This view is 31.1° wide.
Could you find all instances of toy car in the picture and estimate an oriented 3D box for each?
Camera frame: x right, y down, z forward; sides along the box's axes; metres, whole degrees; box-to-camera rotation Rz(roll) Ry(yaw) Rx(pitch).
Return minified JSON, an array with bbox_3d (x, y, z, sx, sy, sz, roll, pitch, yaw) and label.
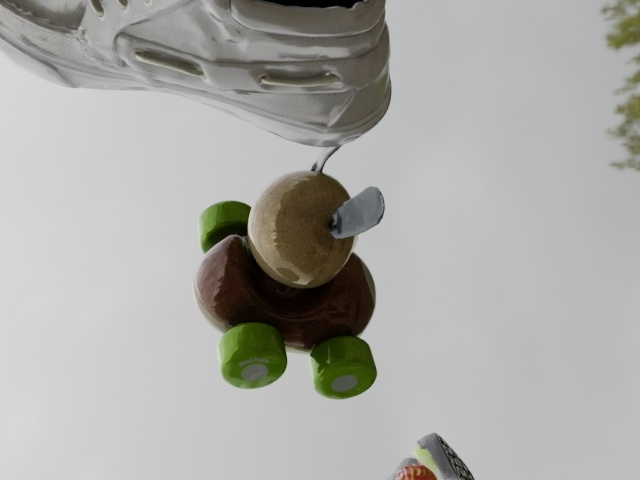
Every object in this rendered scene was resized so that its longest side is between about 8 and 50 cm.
[{"bbox_3d":[0.000,0.000,0.859,0.148,0.188,0.155,10,-136,-26],"label":"toy car"}]

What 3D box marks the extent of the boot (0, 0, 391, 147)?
[{"bbox_3d":[-0.082,-0.138,0.620,0.123,0.258,0.095,89,-162,-61],"label":"boot"}]

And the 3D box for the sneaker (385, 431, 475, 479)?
[{"bbox_3d":[0.104,0.261,1.037,0.097,0.235,0.084,-40,-78,6],"label":"sneaker"}]

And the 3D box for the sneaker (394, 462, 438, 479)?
[{"bbox_3d":[0.066,0.204,0.602,0.067,0.064,0.175,-2,-111,-11],"label":"sneaker"}]
